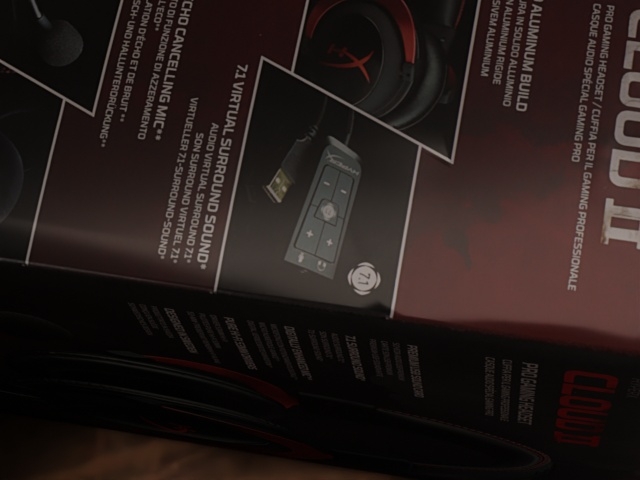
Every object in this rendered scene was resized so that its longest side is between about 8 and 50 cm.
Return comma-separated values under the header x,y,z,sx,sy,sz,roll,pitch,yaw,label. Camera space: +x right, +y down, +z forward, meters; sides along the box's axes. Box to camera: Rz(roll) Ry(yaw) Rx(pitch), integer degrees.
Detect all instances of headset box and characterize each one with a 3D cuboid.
x,y,z,sx,sy,sz,roll,pitch,yaw,label
0.000,0.000,0.484,0.293,0.218,0.110,8,72,8,headset box
